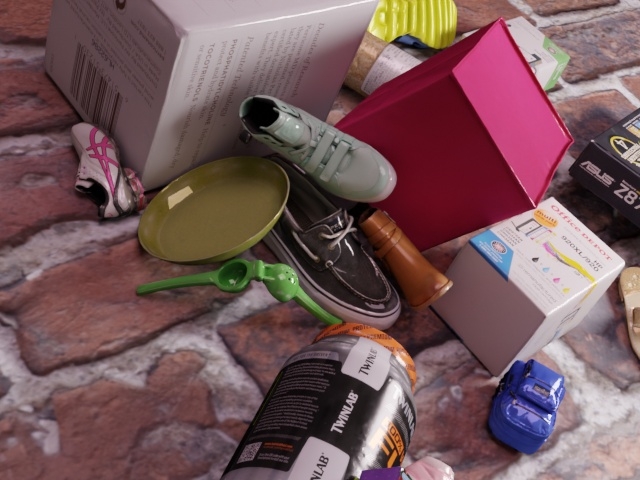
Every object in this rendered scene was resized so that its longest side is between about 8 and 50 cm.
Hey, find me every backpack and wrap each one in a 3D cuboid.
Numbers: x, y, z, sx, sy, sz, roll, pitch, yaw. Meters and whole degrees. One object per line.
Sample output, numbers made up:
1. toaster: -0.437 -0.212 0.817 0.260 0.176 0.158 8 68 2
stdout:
1. backpack: 0.303 0.243 1.346 0.098 0.101 0.120 26 47 10

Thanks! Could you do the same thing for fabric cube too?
1. fabric cube: 0.219 -0.168 1.502 0.254 0.258 0.259 56 40 -11

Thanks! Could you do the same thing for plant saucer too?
1. plant saucer: -0.156 -0.040 1.375 0.240 0.037 0.241 -12 38 10

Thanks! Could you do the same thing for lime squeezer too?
1. lime squeezer: -0.102 0.065 1.317 0.310 0.110 0.059 11 65 -14

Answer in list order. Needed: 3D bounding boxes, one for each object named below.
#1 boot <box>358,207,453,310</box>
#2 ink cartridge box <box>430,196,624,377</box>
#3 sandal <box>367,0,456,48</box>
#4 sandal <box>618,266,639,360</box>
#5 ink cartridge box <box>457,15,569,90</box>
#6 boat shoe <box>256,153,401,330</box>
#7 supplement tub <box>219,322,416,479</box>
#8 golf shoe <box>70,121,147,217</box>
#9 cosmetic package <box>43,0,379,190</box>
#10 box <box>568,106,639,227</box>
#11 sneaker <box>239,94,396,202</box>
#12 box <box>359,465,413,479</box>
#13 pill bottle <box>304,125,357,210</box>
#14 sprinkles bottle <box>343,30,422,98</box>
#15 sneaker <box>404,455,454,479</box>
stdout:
1. boot: 0.121 0.024 1.402 0.073 0.197 0.152 -37 101 -5
2. ink cartridge box: 0.331 0.070 1.467 0.232 0.168 0.171 -24 61 -39
3. sandal: 0.165 -0.472 1.938 0.317 0.126 0.138 -4 11 -41
4. sandal: 0.574 0.125 1.574 0.088 0.079 0.240 -7 47 0
5. ink cartridge box: 0.407 -0.388 1.979 0.219 0.093 0.160 -25 63 -39
6. boat shoe: 0.000 0.000 1.419 0.335 0.119 0.121 42 47 16
7. supplement tub: 0.003 0.261 1.128 0.193 0.194 0.316 28 45 2
8. golf shoe: -0.346 -0.112 1.406 0.086 0.067 0.186 -21 61 -35
9. cosmetic package: -0.189 -0.340 1.503 0.393 0.327 0.329 -22 61 -39
10. box: 0.707 -0.120 1.827 0.318 0.097 0.395 43 37 16
11. sneaker: -0.013 -0.137 1.381 0.256 0.094 0.151 31 7 22
12. box: 0.112 0.419 1.003 0.293 0.057 0.201 56 34 -29
13. pill bottle: 0.044 -0.140 1.581 0.103 0.103 0.184 26 44 0
14. sprinkles bottle: 0.146 -0.308 1.768 0.355 0.121 0.121 32 45 6
15. sneaker: 0.169 0.346 1.223 0.070 0.051 0.134 -29 61 -34
